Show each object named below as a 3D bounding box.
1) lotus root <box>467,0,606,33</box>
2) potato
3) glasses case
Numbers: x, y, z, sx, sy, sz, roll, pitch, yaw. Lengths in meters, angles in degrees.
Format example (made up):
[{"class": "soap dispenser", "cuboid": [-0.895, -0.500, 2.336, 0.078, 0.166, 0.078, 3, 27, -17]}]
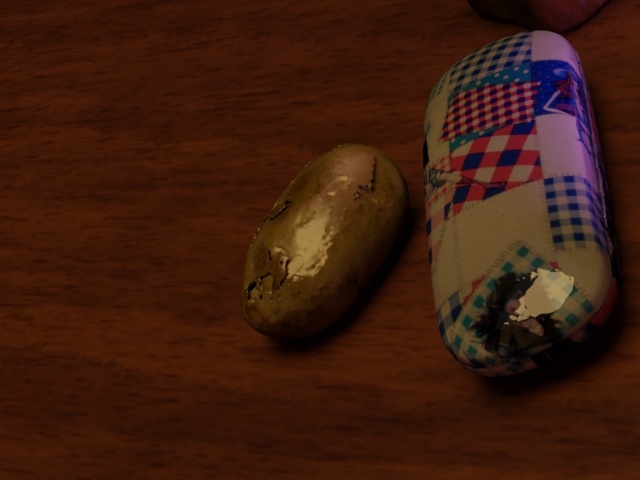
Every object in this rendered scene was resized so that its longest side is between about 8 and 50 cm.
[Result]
[{"class": "lotus root", "cuboid": [0.168, -0.293, 1.492, 0.188, 0.180, 0.199, -49, 36, -8]}, {"class": "potato", "cuboid": [0.000, 0.000, 1.392, 0.107, 0.080, 0.170, 23, 65, 39]}, {"class": "glasses case", "cuboid": [0.138, -0.036, 1.305, 0.125, 0.076, 0.327, -23, 38, 20]}]
